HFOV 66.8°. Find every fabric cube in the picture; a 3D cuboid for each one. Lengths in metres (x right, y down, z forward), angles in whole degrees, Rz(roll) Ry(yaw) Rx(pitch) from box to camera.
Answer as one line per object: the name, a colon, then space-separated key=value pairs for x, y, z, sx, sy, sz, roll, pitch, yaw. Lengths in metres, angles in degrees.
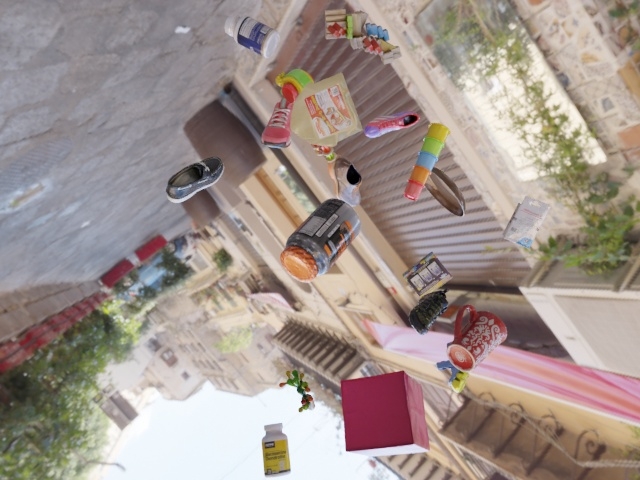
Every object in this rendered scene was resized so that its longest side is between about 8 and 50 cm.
fabric cube: x=0.240 y=0.648 z=1.800 sx=0.253 sy=0.258 sz=0.259 roll=-14 pitch=-121 yaw=20

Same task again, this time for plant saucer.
plant saucer: x=0.568 y=-0.239 z=2.243 sx=0.050 sy=0.311 sz=0.310 roll=-40 pitch=-171 yaw=0

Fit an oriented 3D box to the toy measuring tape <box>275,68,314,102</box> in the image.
toy measuring tape: x=-0.031 y=-0.509 z=1.684 sx=0.121 sy=0.330 sz=0.121 roll=-45 pitch=157 yaw=-25

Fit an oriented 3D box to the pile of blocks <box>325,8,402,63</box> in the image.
pile of blocks: x=0.182 y=-0.830 z=1.960 sx=0.113 sy=0.361 sz=0.149 roll=-97 pitch=-152 yaw=-59

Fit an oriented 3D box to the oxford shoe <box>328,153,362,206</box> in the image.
oxford shoe: x=0.152 y=-0.284 z=2.505 sx=0.132 sy=0.364 sz=0.130 roll=25 pitch=-109 yaw=35

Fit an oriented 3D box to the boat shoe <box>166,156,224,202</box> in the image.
boat shoe: x=-0.506 y=-0.268 z=1.994 sx=0.303 sy=0.114 sz=0.091 roll=-52 pitch=167 yaw=-37

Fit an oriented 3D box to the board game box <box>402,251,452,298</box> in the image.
board game box: x=0.472 y=0.156 z=2.148 sx=0.170 sy=0.141 sz=0.048 roll=-38 pitch=-178 yaw=9

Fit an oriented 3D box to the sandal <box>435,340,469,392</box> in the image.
sandal: x=0.584 y=0.457 z=2.013 sx=0.318 sy=0.138 sz=0.126 roll=-60 pitch=150 yaw=-9

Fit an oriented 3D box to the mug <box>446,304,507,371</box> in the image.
mug: x=0.435 y=0.283 z=1.410 sx=0.169 sy=0.150 sz=0.113 roll=-32 pitch=154 yaw=-37

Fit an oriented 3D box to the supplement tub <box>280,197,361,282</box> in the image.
supplement tub: x=0.000 y=0.000 z=1.959 sx=0.338 sy=0.207 sz=0.207 roll=-48 pitch=-166 yaw=-34

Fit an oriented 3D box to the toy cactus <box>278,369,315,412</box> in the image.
toy cactus: x=-0.076 y=0.627 z=1.959 sx=0.112 sy=0.181 sz=0.219 roll=-32 pitch=-150 yaw=-11

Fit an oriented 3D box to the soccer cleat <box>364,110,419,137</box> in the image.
soccer cleat: x=0.314 y=-0.515 z=2.136 sx=0.247 sy=0.083 sz=0.095 roll=-18 pitch=-163 yaw=-8

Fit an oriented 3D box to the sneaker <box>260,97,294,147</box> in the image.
sneaker: x=-0.153 y=-0.458 z=1.826 sx=0.314 sy=0.115 sz=0.136 roll=-75 pitch=172 yaw=-50

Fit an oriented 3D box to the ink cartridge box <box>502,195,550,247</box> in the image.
ink cartridge box: x=0.789 y=-0.075 z=1.860 sx=0.060 sy=0.104 sz=0.180 roll=-40 pitch=153 yaw=-71

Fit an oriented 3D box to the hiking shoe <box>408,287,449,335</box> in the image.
hiking shoe: x=0.378 y=0.233 z=1.664 sx=0.114 sy=0.086 sz=0.227 roll=-43 pitch=-176 yaw=35

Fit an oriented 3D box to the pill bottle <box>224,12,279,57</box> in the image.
pill bottle: x=-0.230 y=-0.687 z=1.616 sx=0.094 sy=0.169 sz=0.094 roll=-59 pitch=173 yaw=-12

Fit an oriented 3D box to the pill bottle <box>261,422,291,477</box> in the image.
pill bottle: x=-0.170 y=0.792 z=1.836 sx=0.103 sy=0.184 sz=0.103 roll=-8 pitch=158 yaw=-3

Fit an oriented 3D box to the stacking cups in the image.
stacking cups: x=0.424 y=-0.317 z=1.965 sx=0.317 sy=0.095 sz=0.096 roll=-65 pitch=-166 yaw=-7

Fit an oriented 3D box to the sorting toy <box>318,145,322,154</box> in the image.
sorting toy: x=-0.039 y=-0.469 z=1.915 sx=0.046 sy=0.275 sz=0.132 roll=-8 pitch=-142 yaw=6

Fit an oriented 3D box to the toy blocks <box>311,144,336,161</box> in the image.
toy blocks: x=-0.001 y=-0.416 z=2.107 sx=0.054 sy=0.123 sz=0.148 roll=-49 pitch=148 yaw=-5

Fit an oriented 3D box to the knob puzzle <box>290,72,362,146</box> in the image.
knob puzzle: x=0.003 y=-0.363 z=1.401 sx=0.213 sy=0.213 sz=0.030 roll=-36 pitch=-165 yaw=11
